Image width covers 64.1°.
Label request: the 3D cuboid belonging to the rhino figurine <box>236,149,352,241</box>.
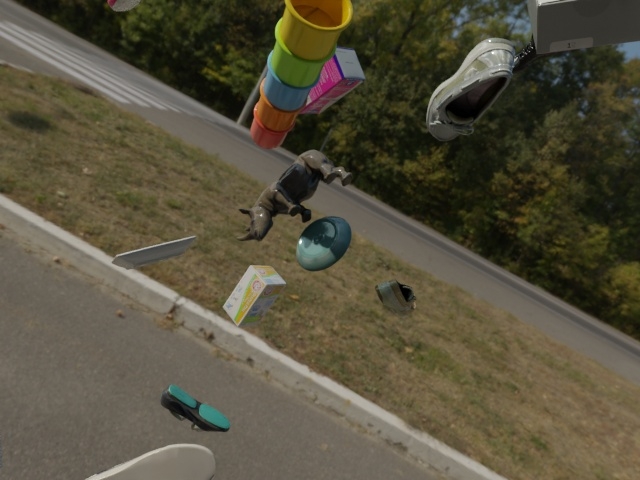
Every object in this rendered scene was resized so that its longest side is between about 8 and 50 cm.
[{"bbox_3d":[-0.063,-0.079,0.969,0.106,0.243,0.073,45,-7,35],"label":"rhino figurine"}]

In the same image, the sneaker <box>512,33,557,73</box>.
[{"bbox_3d":[0.548,-0.497,1.303,0.089,0.170,0.051,36,38,-53],"label":"sneaker"}]

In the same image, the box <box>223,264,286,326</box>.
[{"bbox_3d":[-0.235,0.196,1.820,0.103,0.203,0.114,45,20,28],"label":"box"}]

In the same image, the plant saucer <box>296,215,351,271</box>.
[{"bbox_3d":[0.000,0.000,0.940,0.119,0.119,0.021,38,-6,47],"label":"plant saucer"}]

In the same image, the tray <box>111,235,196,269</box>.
[{"bbox_3d":[-0.341,0.031,1.035,0.145,0.030,0.270,-15,1,-24],"label":"tray"}]

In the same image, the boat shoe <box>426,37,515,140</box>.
[{"bbox_3d":[0.339,-0.322,1.187,0.118,0.103,0.320,12,-25,-13],"label":"boat shoe"}]

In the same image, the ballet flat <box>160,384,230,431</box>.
[{"bbox_3d":[-0.336,0.458,1.352,0.203,0.074,0.074,37,8,-11],"label":"ballet flat"}]

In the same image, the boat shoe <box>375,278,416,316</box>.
[{"bbox_3d":[0.146,0.101,0.910,0.135,0.045,0.050,27,37,-55],"label":"boat shoe"}]

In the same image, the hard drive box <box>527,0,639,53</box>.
[{"bbox_3d":[0.478,-0.438,0.927,0.181,0.089,0.232,-1,41,19],"label":"hard drive box"}]

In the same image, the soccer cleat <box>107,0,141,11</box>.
[{"bbox_3d":[-0.286,-0.571,1.012,0.143,0.331,0.116,33,-2,-35],"label":"soccer cleat"}]

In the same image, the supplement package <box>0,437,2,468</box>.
[{"bbox_3d":[-0.676,0.318,0.849,0.244,0.133,0.139,-4,35,-33],"label":"supplement package"}]

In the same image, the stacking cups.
[{"bbox_3d":[-0.044,-0.244,0.797,0.096,0.096,0.316,27,-30,-4],"label":"stacking cups"}]

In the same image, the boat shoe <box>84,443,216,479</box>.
[{"bbox_3d":[-0.419,0.562,1.215,0.341,0.127,0.158,-11,-9,-14],"label":"boat shoe"}]

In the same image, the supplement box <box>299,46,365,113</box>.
[{"bbox_3d":[0.015,-0.504,1.628,0.111,0.220,0.114,-16,84,-47],"label":"supplement box"}]
